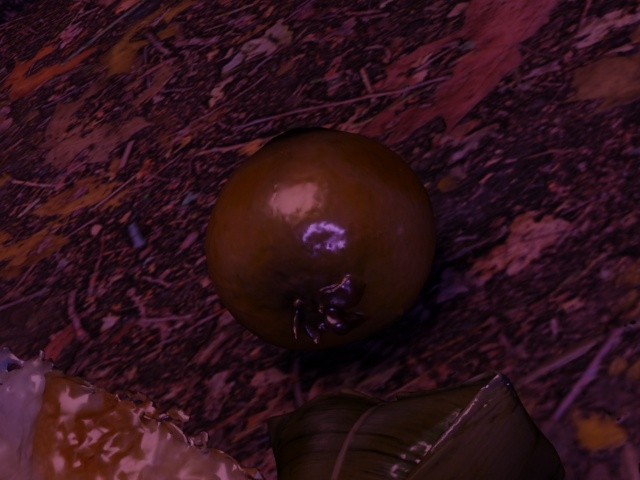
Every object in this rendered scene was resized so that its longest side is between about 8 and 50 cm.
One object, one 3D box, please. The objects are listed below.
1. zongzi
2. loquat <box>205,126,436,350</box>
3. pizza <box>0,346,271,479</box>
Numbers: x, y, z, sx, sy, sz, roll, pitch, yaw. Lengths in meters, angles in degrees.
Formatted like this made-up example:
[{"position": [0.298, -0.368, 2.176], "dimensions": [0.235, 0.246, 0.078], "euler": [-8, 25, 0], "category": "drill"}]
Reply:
[{"position": [-0.008, 0.159, 0.777], "dimensions": [0.204, 0.094, 0.205], "euler": [-1, 42, 44], "category": "zongzi"}, {"position": [0.000, 0.000, 0.998], "dimensions": [0.163, 0.137, 0.163], "euler": [-10, 33, 7], "category": "loquat"}, {"position": [-0.072, 0.268, 0.603], "dimensions": [0.435, 0.080, 0.392], "euler": [16, 70, 39], "category": "pizza"}]
